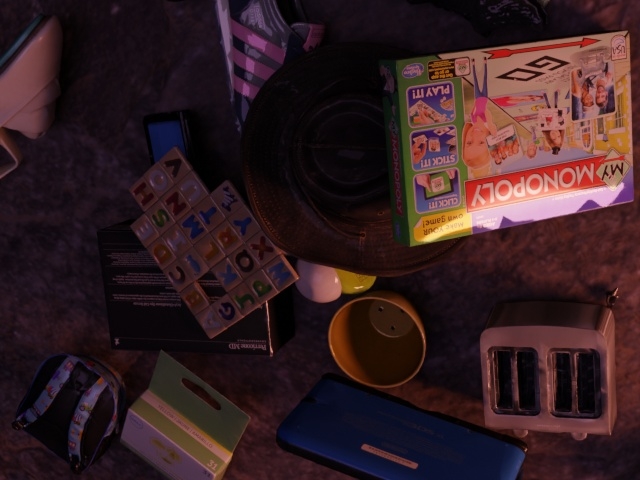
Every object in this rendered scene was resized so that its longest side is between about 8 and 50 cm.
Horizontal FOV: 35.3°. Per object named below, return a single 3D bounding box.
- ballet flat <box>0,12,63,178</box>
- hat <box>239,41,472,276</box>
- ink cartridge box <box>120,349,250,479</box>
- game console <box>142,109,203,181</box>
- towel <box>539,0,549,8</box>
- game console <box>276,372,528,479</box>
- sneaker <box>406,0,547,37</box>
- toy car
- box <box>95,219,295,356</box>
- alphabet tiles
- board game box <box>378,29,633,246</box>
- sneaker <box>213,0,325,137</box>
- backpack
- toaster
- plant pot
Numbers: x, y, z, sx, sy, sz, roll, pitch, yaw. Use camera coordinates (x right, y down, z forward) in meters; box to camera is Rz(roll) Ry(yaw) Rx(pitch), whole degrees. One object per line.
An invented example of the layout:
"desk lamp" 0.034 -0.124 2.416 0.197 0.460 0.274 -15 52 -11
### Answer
"ballet flat" -0.479 -0.180 1.506 0.400 0.139 0.139 -36 91 29
"hat" 0.064 -0.110 1.236 0.331 0.134 0.331 0 85 -3
"ink cartridge box" -0.208 0.285 1.510 0.171 0.056 0.235 35 143 8
"game console" -0.211 -0.122 1.444 0.071 0.107 0.122 -11 102 -7
"towel" 0.254 -0.326 1.251 0.083 0.009 0.060 34 112 7
"game console" 0.109 0.308 1.330 0.293 0.250 0.173 17 116 19
"sneaker" 0.192 -0.291 1.258 0.170 0.051 0.089 -7 112 30
"toy car" 0.000 0.000 1.374 0.182 0.159 0.136 54 150 0
"box" -0.180 0.065 1.465 0.261 0.103 0.184 1 101 20
"alphabet tiles" -0.159 -0.002 1.355 0.198 0.009 0.237 -36 90 39
"board game box" 0.227 -0.126 1.188 0.317 0.046 0.213 -12 104 -21
"sneaker" -0.051 -0.231 1.331 0.131 0.112 0.319 -6 103 24
"backpack" -0.378 0.250 1.579 0.158 0.117 0.173 33 114 9
"toaster" 0.301 0.163 1.314 0.168 0.110 0.185 0 104 19
"plant pot" 0.088 0.122 1.384 0.134 0.095 0.134 6 111 17
